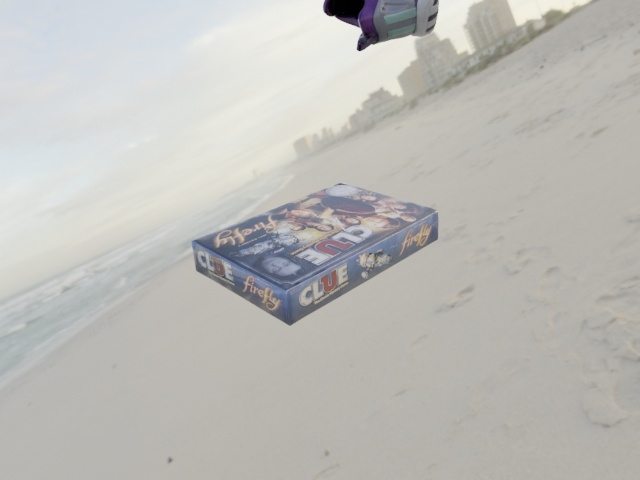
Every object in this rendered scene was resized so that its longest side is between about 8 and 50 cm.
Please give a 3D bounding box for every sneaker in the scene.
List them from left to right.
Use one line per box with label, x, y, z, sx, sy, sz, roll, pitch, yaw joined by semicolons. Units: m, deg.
sneaker;0.032;-0.290;0.567;0.098;0.223;0.083;-23;-31;-9

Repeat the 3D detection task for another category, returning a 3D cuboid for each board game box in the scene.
board game box;0.000;0.000;0.625;0.243;0.042;0.165;-26;34;-38
